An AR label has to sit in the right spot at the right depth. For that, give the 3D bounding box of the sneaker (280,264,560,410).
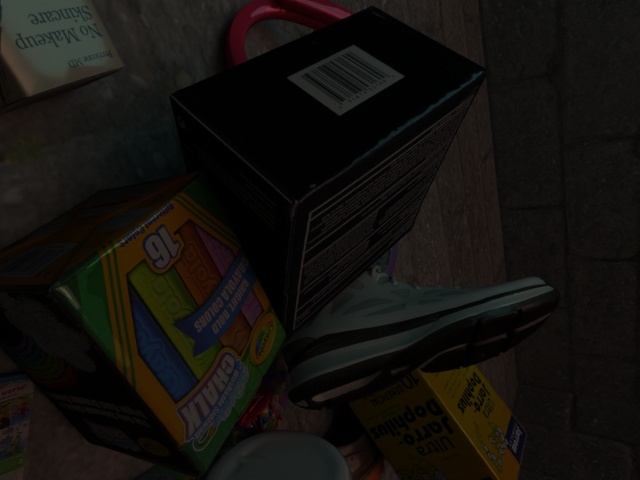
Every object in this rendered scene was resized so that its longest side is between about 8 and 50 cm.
[{"bbox_3d":[0.137,0.085,0.691,0.169,0.446,0.258,78,-5,-51],"label":"sneaker"}]

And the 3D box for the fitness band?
[{"bbox_3d":[-0.010,-0.286,0.678,0.290,0.054,0.209,8,82,-23],"label":"fitness band"}]

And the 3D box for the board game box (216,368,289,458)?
[{"bbox_3d":[-0.094,0.282,0.659,0.168,0.033,0.134,13,91,-55],"label":"board game box"}]

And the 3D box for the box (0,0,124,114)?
[{"bbox_3d":[-0.293,-0.257,0.337,0.113,0.094,0.275,-51,130,-44],"label":"box"}]

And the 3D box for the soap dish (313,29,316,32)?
[{"bbox_3d":[0.073,-0.265,0.861,0.290,0.118,0.229,25,70,-52],"label":"soap dish"}]

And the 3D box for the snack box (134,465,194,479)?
[{"bbox_3d":[-0.231,0.384,0.446,0.207,0.070,0.175,-9,97,-55],"label":"snack box"}]

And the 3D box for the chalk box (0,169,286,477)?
[{"bbox_3d":[-0.168,0.103,0.435,0.179,0.180,0.289,-56,135,-47],"label":"chalk box"}]

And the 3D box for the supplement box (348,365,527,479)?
[{"bbox_3d":[0.210,0.324,0.844,0.357,0.194,0.195,53,34,10],"label":"supplement box"}]

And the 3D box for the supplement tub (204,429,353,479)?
[{"bbox_3d":[-0.052,0.470,0.576,0.207,0.206,0.339,-19,111,-55],"label":"supplement tub"}]

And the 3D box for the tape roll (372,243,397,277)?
[{"bbox_3d":[0.100,0.012,0.933,0.188,0.080,0.189,3,86,-56],"label":"tape roll"}]

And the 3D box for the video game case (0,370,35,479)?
[{"bbox_3d":[-0.314,0.206,0.351,0.119,0.015,0.167,18,75,-68],"label":"video game case"}]

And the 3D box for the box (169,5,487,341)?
[{"bbox_3d":[0.004,-0.074,0.523,0.296,0.182,0.294,-37,156,-28],"label":"box"}]

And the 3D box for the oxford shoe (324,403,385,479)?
[{"bbox_3d":[0.125,0.394,0.929,0.363,0.129,0.133,-33,110,-51],"label":"oxford shoe"}]
